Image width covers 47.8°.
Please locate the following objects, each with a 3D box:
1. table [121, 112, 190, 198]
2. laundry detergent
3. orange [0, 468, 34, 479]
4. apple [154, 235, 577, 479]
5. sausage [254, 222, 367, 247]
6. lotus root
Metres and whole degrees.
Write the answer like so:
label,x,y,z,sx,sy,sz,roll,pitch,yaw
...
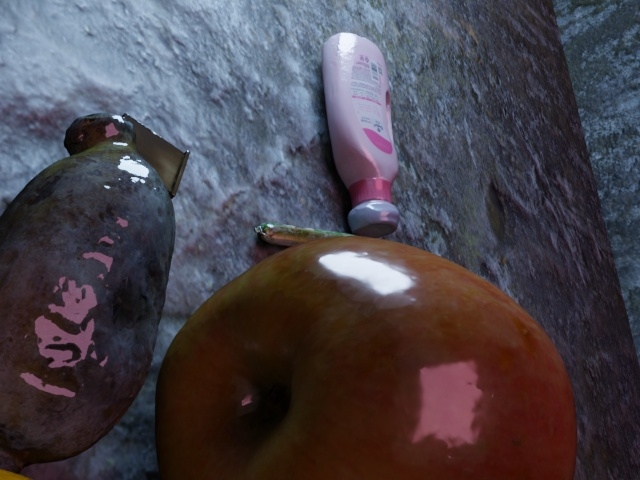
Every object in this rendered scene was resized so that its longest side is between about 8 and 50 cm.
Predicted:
label,x,y,z,sx,sy,sz,roll,pitch,yaw
table,-0.206,-0.077,0.789,0.082,0.083,0.070,35,44,-28
laundry detergent,0.071,-0.169,1.184,0.159,0.088,0.335,17,61,-47
orange,-0.240,0.274,0.387,0.312,0.312,0.312,27,52,-42
apple,0.035,0.179,0.709,0.346,0.391,0.391,21,57,-52
sausage,0.000,0.000,1.051,0.269,0.033,0.033,8,67,-50
lotus root,-0.214,0.039,0.636,0.175,0.175,0.349,35,56,-37
